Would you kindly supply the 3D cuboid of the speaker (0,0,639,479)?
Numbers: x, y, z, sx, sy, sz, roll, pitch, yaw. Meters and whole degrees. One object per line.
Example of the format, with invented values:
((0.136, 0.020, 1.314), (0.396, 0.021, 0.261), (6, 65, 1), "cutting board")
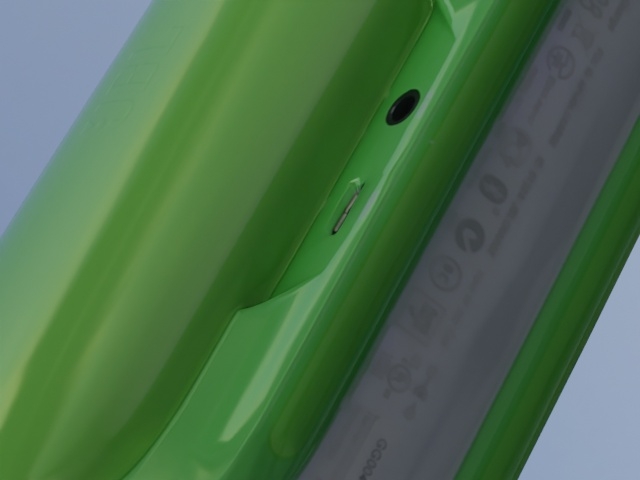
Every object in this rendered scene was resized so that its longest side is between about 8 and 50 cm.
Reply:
((0.000, 0.000, 0.431), (0.131, 0.131, 0.296), (41, -113, -28), "speaker")
